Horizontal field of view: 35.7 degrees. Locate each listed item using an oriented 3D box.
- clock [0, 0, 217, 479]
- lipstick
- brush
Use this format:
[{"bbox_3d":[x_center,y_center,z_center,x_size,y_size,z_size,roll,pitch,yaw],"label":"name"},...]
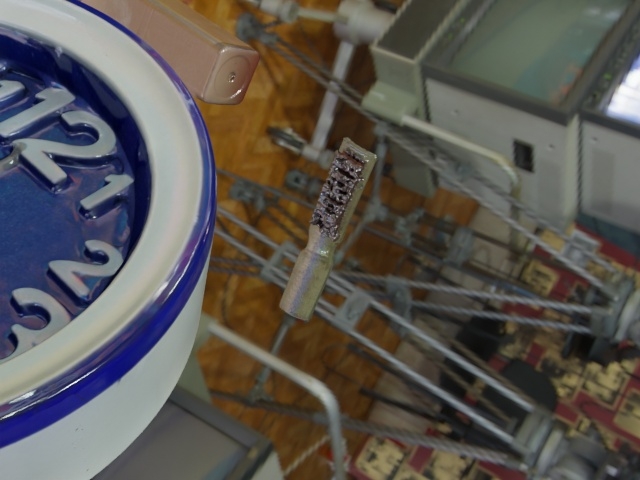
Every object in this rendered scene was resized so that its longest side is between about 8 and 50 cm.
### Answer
[{"bbox_3d":[-0.155,-0.004,0.366,0.230,0.230,0.083,-42,156,-38],"label":"clock"},{"bbox_3d":[-0.111,-0.147,0.707,0.045,0.145,0.045,-7,127,-52],"label":"lipstick"},{"bbox_3d":[0.000,0.000,1.064,0.036,0.043,0.248,-43,161,-48],"label":"brush"}]
